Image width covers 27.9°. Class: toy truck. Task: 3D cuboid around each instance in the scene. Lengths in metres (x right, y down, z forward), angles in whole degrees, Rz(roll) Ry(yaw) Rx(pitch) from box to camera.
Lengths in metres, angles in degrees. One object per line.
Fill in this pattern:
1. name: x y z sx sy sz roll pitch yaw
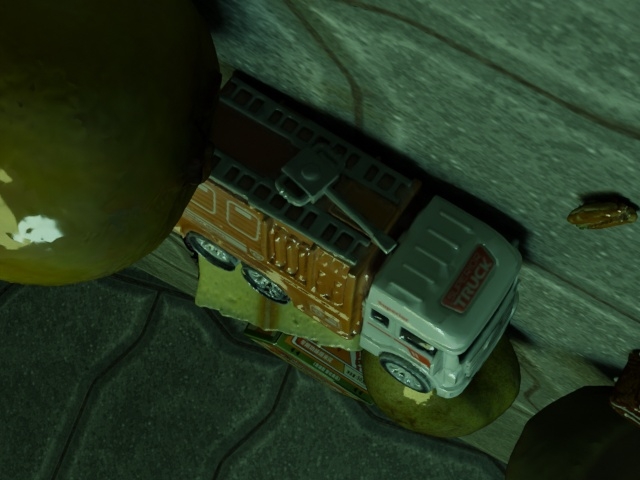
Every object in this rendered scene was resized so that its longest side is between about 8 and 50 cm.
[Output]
1. toy truck: 0.025 -0.008 1.361 0.388 0.173 0.207 31 161 12

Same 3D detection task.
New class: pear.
1. pear: 0.154 0.171 1.782 0.228 0.188 0.211 36 156 -26

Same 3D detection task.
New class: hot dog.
1. hot dog: 0.240 -0.023 1.096 0.037 0.021 0.083 12 173 -18

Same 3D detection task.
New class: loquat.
1. loquat: -0.260 -0.126 1.146 0.359 0.328 0.328 14 167 10

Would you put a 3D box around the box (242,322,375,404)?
1. box: 0.022 0.123 1.968 0.195 0.177 0.148 35 168 -22

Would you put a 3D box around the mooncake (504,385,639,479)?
1. mooncake: 0.375 0.334 1.672 0.284 0.284 0.155 36 169 -25

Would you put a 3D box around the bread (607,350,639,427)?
1. bread: 0.417 0.197 1.495 0.160 0.073 0.160 29 169 6

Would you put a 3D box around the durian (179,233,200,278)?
1. durian: -0.178 -0.036 2.095 0.186 0.119 0.108 73 176 -59

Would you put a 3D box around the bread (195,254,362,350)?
1. bread: 0.000 0.000 1.654 0.263 0.198 0.236 14 -165 29
